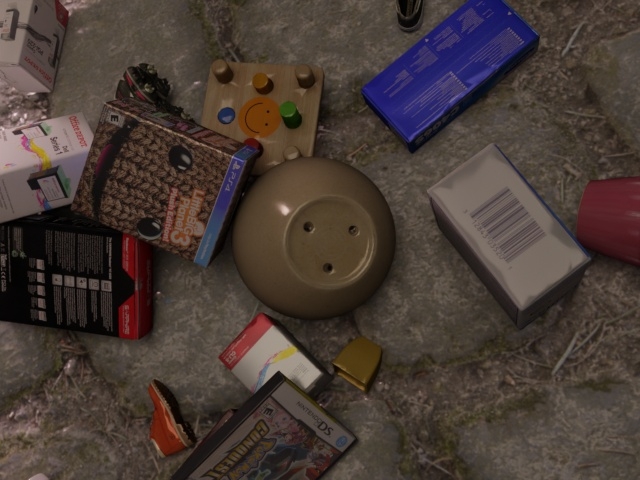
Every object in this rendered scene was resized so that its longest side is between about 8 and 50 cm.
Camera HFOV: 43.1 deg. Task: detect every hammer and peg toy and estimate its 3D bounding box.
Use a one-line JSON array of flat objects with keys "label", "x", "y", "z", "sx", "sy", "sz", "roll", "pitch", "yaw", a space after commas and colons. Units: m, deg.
[{"label": "hammer and peg toy", "x": -0.143, "y": -0.206, "z": 1.713, "sx": 0.266, "sy": 0.127, "sz": 0.361, "roll": 6, "pitch": 77, "yaw": 10}]

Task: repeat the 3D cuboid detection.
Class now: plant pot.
[{"label": "plant pot", "x": 0.583, "y": -0.038, "z": 1.505, "sx": 0.180, "sy": 0.201, "sz": 0.201, "roll": 11, "pitch": 78, "yaw": 31}, {"label": "plant pot", "x": 0.080, "y": 0.237, "z": 1.590, "sx": 0.081, "sy": 0.081, "sz": 0.083, "roll": 31, "pitch": 72, "yaw": 17}]

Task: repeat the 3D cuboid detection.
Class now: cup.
[{"label": "cup", "x": 0.000, "y": 0.000, "z": 1.521, "sx": 0.331, "sy": 0.237, "sz": 0.331, "roll": 0, "pitch": 92, "yaw": -7}]

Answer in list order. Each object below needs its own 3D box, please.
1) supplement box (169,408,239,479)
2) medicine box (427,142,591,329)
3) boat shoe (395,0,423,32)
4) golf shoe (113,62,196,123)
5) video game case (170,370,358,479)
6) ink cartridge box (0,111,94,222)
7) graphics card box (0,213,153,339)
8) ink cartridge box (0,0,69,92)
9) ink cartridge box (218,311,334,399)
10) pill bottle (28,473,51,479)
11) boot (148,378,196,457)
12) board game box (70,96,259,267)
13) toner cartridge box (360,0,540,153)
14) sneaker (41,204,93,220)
[{"label": "supplement box", "x": -0.202, "y": 0.464, "z": 1.592, "sx": 0.130, "sy": 0.073, "sz": 0.239, "roll": 40, "pitch": 88, "yaw": 17}, {"label": "medicine box", "x": 0.341, "y": 0.003, "z": 1.482, "sx": 0.149, "sy": 0.289, "sz": 0.263, "roll": -37, "pitch": 72, "yaw": 3}, {"label": "boat shoe", "x": 0.198, "y": -0.568, "z": 1.769, "sx": 0.078, "sy": 0.070, "sz": 0.219, "roll": -2, "pitch": 76, "yaw": 11}, {"label": "golf shoe", "x": -0.360, "y": -0.260, "z": 1.806, "sx": 0.120, "sy": 0.105, "sz": 0.273, "roll": -37, "pitch": 80, "yaw": 36}, {"label": "video game case", "x": -0.097, "y": 0.406, "z": 1.509, "sx": 0.275, "sy": 0.248, "sz": 0.035, "roll": -45, "pitch": 36, "yaw": -2}, {"label": "ink cartridge box", "x": -0.607, "y": -0.156, "z": 1.717, "sx": 0.278, "sy": 0.117, "sz": 0.201, "roll": -18, "pitch": 38, "yaw": -18}, {"label": "graphics card box", "x": -0.535, "y": 0.069, "z": 1.707, "sx": 0.371, "sy": 0.094, "sz": 0.232, "roll": 5, "pitch": 104, "yaw": 12}, {"label": "ink cartridge box", "x": -0.678, "y": -0.472, "z": 1.879, "sx": 0.092, "sy": 0.158, "sz": 0.218, "roll": 7, "pitch": 78, "yaw": 13}, {"label": "ink cartridge box", "x": -0.083, "y": 0.251, "z": 1.591, "sx": 0.176, "sy": 0.128, "sz": 0.127, "roll": 43, "pitch": 88, "yaw": 18}, {"label": "pill bottle", "x": -0.517, "y": 0.557, "z": 1.614, "sx": 0.193, "sy": 0.108, "sz": 0.108, "roll": 35, "pitch": 85, "yaw": 17}, {"label": "boot", "x": -0.326, "y": 0.364, "z": 1.652, "sx": 0.085, "sy": 0.059, "sz": 0.158, "roll": -32, "pitch": 73, "yaw": 7}, {"label": "board game box", "x": -0.303, "y": -0.119, "z": 1.599, "sx": 0.291, "sy": 0.141, "sz": 0.232, "roll": 22, "pitch": 106, "yaw": 1}, {"label": "toner cartridge box", "x": 0.271, "y": -0.357, "z": 1.699, "sx": 0.348, "sy": 0.075, "sz": 0.165, "roll": -39, "pitch": 73, "yaw": 0}, {"label": "sneaker", "x": -0.490, "y": -0.021, "z": 1.776, "sx": 0.267, "sy": 0.101, "sz": 0.106, "roll": 15, "pitch": 105, "yaw": 11}]
